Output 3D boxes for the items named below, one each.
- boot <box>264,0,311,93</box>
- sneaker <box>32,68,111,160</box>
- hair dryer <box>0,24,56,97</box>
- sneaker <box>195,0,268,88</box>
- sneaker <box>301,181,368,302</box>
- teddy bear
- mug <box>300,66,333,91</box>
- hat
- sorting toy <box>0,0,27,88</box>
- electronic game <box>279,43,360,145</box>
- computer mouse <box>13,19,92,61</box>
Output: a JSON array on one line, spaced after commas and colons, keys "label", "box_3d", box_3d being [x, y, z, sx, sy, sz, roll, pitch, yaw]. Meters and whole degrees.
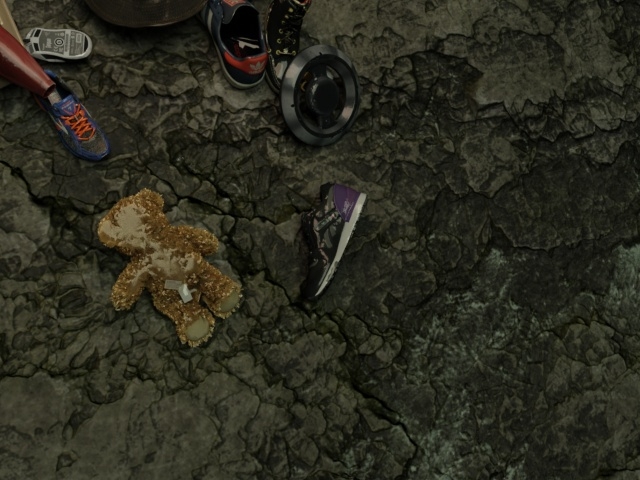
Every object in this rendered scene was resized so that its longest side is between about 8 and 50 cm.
[{"label": "boot", "box_3d": [-0.074, -0.468, 1.420, 0.085, 0.178, 0.237, -1, 80, -19]}, {"label": "sneaker", "box_3d": [-0.514, -0.255, 1.283, 0.083, 0.087, 0.221, -42, 95, -20]}, {"label": "hair dryer", "box_3d": [-0.658, -0.316, 1.213, 0.293, 0.080, 0.224, 1, 110, 2]}, {"label": "sneaker", "box_3d": [-0.209, -0.523, 1.401, 0.131, 0.148, 0.350, -29, 90, -21]}, {"label": "sneaker", "box_3d": [0.000, 0.000, 1.422, 0.124, 0.107, 0.283, 23, 70, 1]}, {"label": "teddy bear", "box_3d": [-0.313, 0.060, 1.300, 0.338, 0.113, 0.245, 34, 79, -19]}, {"label": "mug", "box_3d": [-0.008, -0.392, 1.504, 0.064, 0.078, 0.062, 30, 40, -21]}, {"label": "hat", "box_3d": [-0.367, -0.613, 1.297, 0.331, 0.134, 0.332, 2, 75, -7]}, {"label": "sorting toy", "box_3d": [-0.695, -0.393, 1.250, 0.192, 0.038, 0.208, -24, 93, -1]}, {"label": "electronic game", "box_3d": [0.002, -0.334, 1.452, 0.229, 0.048, 0.230, -12, 111, -34]}, {"label": "computer mouse", "box_3d": [-0.578, -0.405, 1.314, 0.192, 0.042, 0.106, 3, 75, -13]}]
